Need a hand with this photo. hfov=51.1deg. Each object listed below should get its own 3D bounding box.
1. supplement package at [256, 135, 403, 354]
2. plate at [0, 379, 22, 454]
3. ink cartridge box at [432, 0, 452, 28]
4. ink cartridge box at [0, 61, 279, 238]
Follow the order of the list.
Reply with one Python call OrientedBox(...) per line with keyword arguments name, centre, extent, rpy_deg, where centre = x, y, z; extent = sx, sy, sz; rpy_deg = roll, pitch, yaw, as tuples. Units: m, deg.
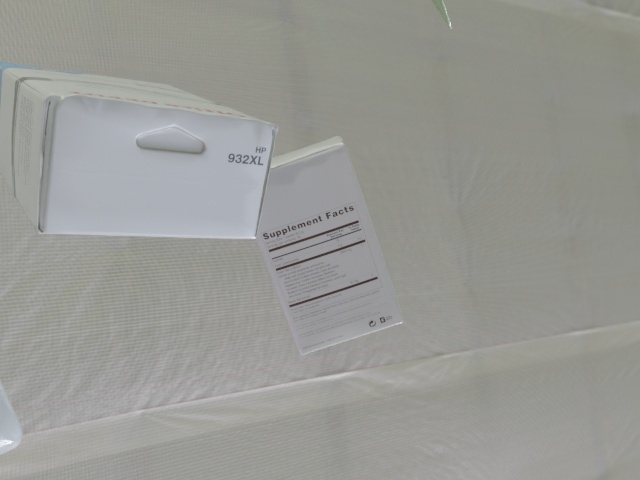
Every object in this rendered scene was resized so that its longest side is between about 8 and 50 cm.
OrientedBox(name="supplement package", centre=(0.000, 0.000, 1.079), extent=(0.175, 0.177, 0.292), rpy_deg=(-18, -78, 4))
OrientedBox(name="plate", centre=(-0.454, 0.120, 0.668), extent=(0.278, 0.045, 0.277), rpy_deg=(-12, -105, -60))
OrientedBox(name="ink cartridge box", centre=(-0.014, -0.220, 0.312), extent=(0.235, 0.056, 0.171), rpy_deg=(56, -168, -57))
OrientedBox(name="ink cartridge box", centre=(-0.222, -0.106, 0.741), extent=(0.223, 0.307, 0.129), rpy_deg=(1, -73, -33))
